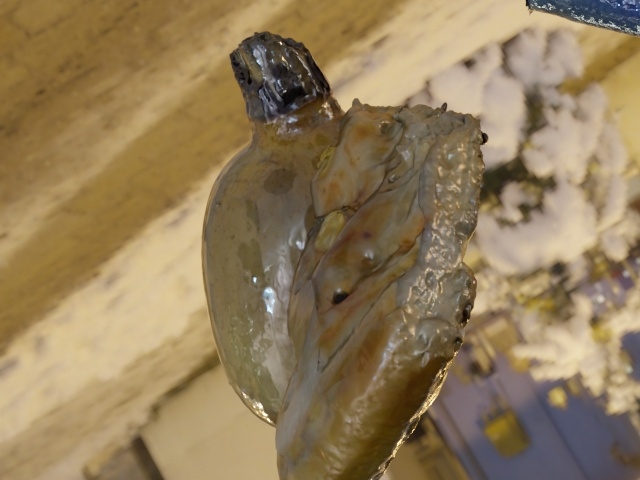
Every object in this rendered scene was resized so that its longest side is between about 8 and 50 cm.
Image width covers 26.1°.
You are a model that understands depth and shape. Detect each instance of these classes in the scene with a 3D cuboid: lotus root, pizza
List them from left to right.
[{"bbox_3d":[0.000,0.000,0.995,0.182,0.310,0.183,-10,-168,2],"label":"lotus root"},{"bbox_3d":[0.031,0.001,0.797,0.189,0.071,0.297,123,-16,-47],"label":"pizza"}]

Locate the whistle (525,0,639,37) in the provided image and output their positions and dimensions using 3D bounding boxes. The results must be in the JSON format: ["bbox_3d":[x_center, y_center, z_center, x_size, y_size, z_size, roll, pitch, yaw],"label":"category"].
[{"bbox_3d":[0.316,-0.178,1.109,0.062,0.304,0.062,-50,149,-45],"label":"whistle"}]
